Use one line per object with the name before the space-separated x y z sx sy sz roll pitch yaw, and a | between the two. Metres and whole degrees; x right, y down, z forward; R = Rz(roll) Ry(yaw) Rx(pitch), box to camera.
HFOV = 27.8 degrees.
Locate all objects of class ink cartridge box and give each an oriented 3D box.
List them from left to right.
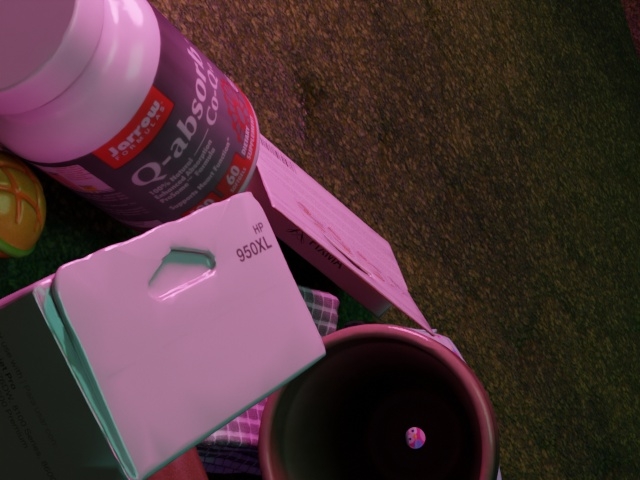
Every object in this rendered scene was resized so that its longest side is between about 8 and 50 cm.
ink cartridge box | -0.238 0.127 1.093 0.285 0.395 0.166 -29 94 -56
ink cartridge box | 0.000 0.000 1.679 0.296 0.066 0.261 39 15 -27

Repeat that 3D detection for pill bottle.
pill bottle | -0.228 -0.153 1.366 0.363 0.210 0.210 39 39 -60

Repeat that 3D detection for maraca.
maraca | -0.335 -0.045 1.339 0.127 0.099 0.185 57 9 -18

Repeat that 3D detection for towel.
towel | -0.085 0.155 1.533 0.284 0.121 0.235 18 57 -48

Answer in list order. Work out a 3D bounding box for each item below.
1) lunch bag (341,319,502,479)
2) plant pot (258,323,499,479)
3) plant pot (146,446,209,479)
lunch bag | 0.115 0.238 1.722 0.223 0.160 0.262 13 62 -49
plant pot | 0.084 0.228 1.469 0.229 0.263 0.263 16 55 -74
plant pot | -0.179 0.269 1.314 0.167 0.167 0.165 7 57 -52
